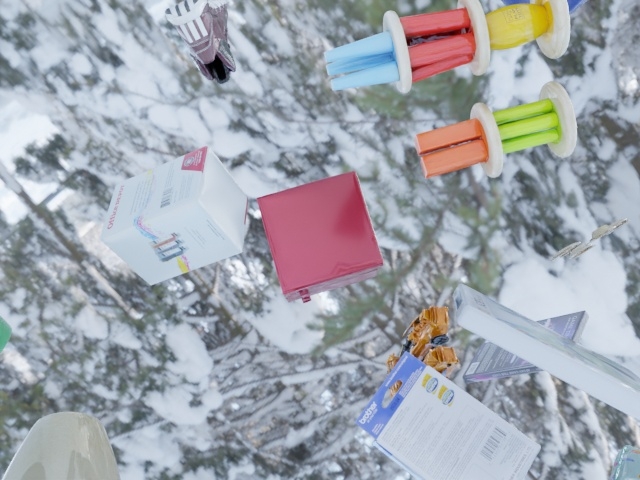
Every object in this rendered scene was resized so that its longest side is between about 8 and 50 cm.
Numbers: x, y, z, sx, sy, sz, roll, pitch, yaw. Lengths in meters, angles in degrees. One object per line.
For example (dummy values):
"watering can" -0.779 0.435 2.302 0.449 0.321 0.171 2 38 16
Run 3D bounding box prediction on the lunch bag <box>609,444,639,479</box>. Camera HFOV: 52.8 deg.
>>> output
"lunch bag" 0.515 0.476 1.053 0.108 0.224 0.279 13 -173 29

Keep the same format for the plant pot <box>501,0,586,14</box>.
"plant pot" 0.264 -0.379 0.625 0.236 0.236 0.212 -44 -168 1

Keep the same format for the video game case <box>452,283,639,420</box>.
"video game case" 0.361 0.169 0.994 0.036 0.329 0.300 -63 172 7

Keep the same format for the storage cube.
"storage cube" 0.000 0.000 1.247 0.193 0.214 0.183 -17 170 -2

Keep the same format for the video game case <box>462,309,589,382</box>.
"video game case" 0.494 0.259 1.559 0.274 0.026 0.196 -22 -166 44

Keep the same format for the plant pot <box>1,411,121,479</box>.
"plant pot" -0.446 0.447 1.103 0.256 0.256 0.274 -35 -139 20

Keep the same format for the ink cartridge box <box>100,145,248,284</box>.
"ink cartridge box" -0.222 -0.036 0.996 0.176 0.127 0.128 -19 -137 18

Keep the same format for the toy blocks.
"toy blocks" 0.084 -0.095 0.425 0.148 0.123 0.054 -13 -155 2

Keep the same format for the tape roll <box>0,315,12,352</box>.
"tape roll" -0.611 0.214 0.942 0.321 0.077 0.321 -30 -158 13

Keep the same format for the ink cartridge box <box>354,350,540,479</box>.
"ink cartridge box" 0.237 0.376 1.227 0.185 0.311 0.065 -50 171 -22

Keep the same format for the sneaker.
"sneaker" -0.224 -0.396 1.301 0.107 0.162 0.281 -22 -164 11

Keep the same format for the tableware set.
"tableware set" 0.550 0.001 1.310 0.141 0.020 0.169 -40 160 35

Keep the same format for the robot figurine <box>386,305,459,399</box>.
"robot figurine" 0.232 0.287 1.529 0.291 0.085 0.211 114 -22 -49
